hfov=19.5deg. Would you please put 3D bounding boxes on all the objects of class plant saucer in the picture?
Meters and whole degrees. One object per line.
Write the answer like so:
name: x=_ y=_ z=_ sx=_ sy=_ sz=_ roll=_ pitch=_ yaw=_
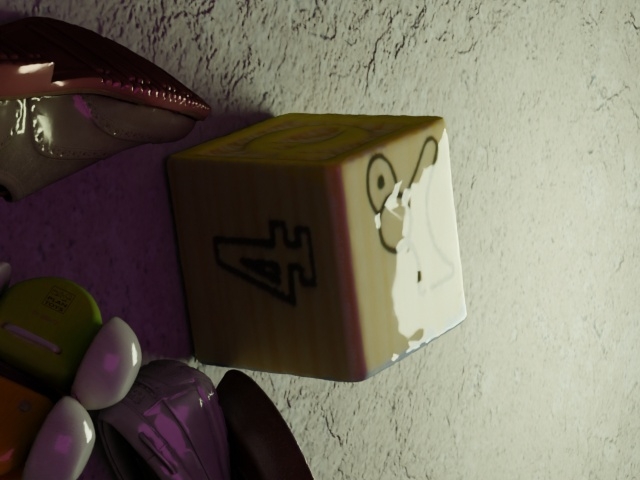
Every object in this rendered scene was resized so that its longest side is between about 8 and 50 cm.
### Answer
plant saucer: x=-0.054 y=0.211 z=1.652 sx=0.036 sy=0.198 sz=0.198 roll=-24 pitch=115 yaw=-21

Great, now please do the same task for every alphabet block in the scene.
alphabet block: x=0.000 y=0.000 z=1.681 sx=0.192 sy=0.193 sz=0.197 roll=-25 pitch=113 yaw=-52

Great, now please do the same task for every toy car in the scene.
toy car: x=-0.233 y=0.116 z=1.430 sx=0.136 sy=0.159 sz=0.182 roll=103 pitch=13 yaw=-59

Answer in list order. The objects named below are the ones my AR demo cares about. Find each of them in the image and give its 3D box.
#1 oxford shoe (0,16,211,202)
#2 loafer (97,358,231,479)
oxford shoe: x=-0.221 y=-0.098 z=1.462 sx=0.348 sy=0.123 sz=0.130 roll=3 pitch=117 yaw=-56
loafer: x=-0.118 y=0.260 z=1.622 sx=0.111 sy=0.112 sz=0.319 roll=-33 pitch=113 yaw=-40
